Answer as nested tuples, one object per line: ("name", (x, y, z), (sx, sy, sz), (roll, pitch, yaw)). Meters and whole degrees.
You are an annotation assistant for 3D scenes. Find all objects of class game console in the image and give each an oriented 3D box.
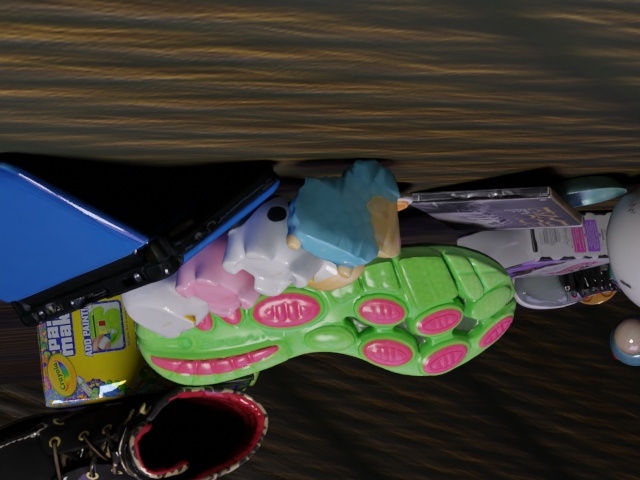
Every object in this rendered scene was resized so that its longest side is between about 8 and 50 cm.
("game console", (-0.231, -0.031, 1.188), (0.293, 0.173, 0.250), (-18, -162, 50))

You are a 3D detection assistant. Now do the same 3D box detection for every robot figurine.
("robot figurine", (0.492, -0.005, 1.527), (0.278, 0.174, 0.209), (-14, 172, 11))

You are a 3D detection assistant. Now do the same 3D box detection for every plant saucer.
("plant saucer", (0.314, -0.060, 1.535), (0.119, 0.021, 0.119), (-9, 172, -1))

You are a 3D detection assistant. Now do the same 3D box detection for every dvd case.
("dvd case", (0.217, -0.035, 1.508), (0.164, 0.018, 0.221), (-2, 172, 21))

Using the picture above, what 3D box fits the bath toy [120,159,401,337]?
("bath toy", (-0.072, 0.012, 1.317), (0.151, 0.129, 0.348), (34, 145, -32))

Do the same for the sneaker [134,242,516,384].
("sneaker", (0.009, 0.062, 1.582), (0.482, 0.185, 0.202), (-1, -153, -5))

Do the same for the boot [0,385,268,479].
("boot", (-0.270, 0.273, 1.603), (0.377, 0.138, 0.284), (-6, 171, -29))

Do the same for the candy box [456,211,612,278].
("candy box", (0.330, 0.009, 1.832), (0.196, 0.070, 0.165), (-2, 169, -32))

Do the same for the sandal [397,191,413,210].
("sandal", (0.007, 0.000, 1.448), (0.102, 0.076, 0.265), (0, 168, -43))

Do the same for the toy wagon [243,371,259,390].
("toy wagon", (-0.232, 0.178, 2.133), (0.267, 0.068, 0.344), (19, 166, -7))

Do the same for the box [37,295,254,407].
("box", (-0.251, 0.143, 1.796), (0.279, 0.177, 0.290), (-7, 172, -8))

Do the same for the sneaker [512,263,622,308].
("sneaker", (0.456, 0.043, 1.982), (0.295, 0.124, 0.178), (-16, 177, -2))

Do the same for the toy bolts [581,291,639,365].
("toy bolts", (0.521, 0.101, 2.160), (0.218, 0.228, 0.158), (-1, 169, 20))
